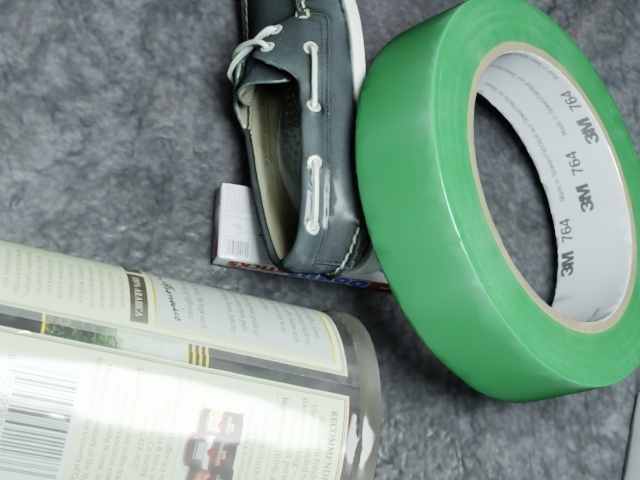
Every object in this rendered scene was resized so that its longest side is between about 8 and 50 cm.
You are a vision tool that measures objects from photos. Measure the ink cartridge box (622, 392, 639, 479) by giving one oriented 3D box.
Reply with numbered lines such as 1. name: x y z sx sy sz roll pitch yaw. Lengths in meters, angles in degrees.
1. ink cartridge box: 0.355 0.290 0.871 0.166 0.285 0.394 25 65 -17

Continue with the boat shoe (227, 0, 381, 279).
1. boat shoe: -0.022 -0.116 0.922 0.091 0.114 0.302 -2 64 -33

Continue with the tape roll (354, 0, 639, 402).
1. tape roll: 0.160 -0.034 0.944 0.321 0.077 0.321 21 60 -43

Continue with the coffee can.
1. coffee can: -0.127 0.116 0.757 0.275 0.201 0.201 14 67 -20

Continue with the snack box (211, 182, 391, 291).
1. snack box: 0.000 0.000 0.957 0.178 0.022 0.064 10 67 -22
